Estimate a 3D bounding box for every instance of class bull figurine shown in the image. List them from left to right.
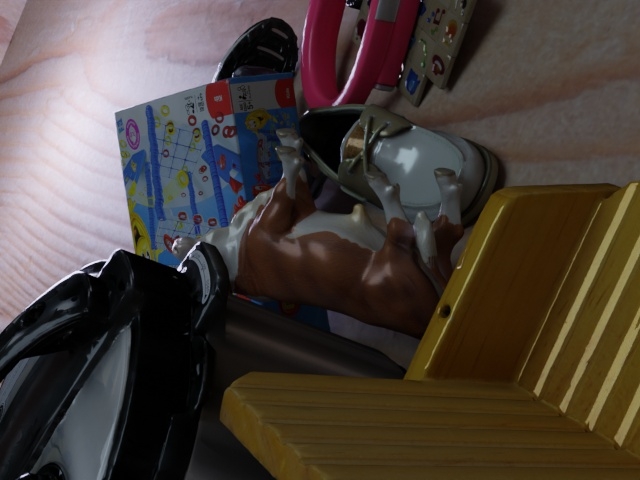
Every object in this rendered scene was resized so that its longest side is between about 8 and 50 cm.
[{"bbox_3d":[0.000,0.000,1.279,0.310,0.101,0.188,14,112,21],"label":"bull figurine"}]

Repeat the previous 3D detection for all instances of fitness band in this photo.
[{"bbox_3d":[0.048,-0.284,1.527,0.209,0.054,0.291,-130,52,-59],"label":"fitness band"}]

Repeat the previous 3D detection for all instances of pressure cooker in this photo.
[{"bbox_3d":[-0.139,0.213,1.171,0.375,0.420,0.370,-21,53,54],"label":"pressure cooker"}]

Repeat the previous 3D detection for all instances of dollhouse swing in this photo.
[{"bbox_3d":[0.150,0.064,0.912,0.315,0.305,0.347,-65,28,3],"label":"dollhouse swing"}]

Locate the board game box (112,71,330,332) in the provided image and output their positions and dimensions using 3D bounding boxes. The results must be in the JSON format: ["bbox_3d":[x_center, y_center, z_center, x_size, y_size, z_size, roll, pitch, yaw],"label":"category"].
[{"bbox_3d":[-0.126,-0.027,1.522,0.308,0.086,0.302,-5,94,57],"label":"board game box"}]

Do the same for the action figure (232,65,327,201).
[{"bbox_3d":[-0.058,-0.095,1.596,0.185,0.099,0.285,-44,50,25],"label":"action figure"}]

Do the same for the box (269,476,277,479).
[{"bbox_3d":[0.087,0.281,0.953,0.060,0.216,0.270,-57,30,21],"label":"box"}]

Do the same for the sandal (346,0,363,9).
[{"bbox_3d":[0.104,-0.384,1.571,0.254,0.054,0.097,132,140,-50],"label":"sandal"}]

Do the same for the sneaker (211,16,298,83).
[{"bbox_3d":[-0.125,-0.193,1.778,0.271,0.100,0.108,-59,25,15],"label":"sneaker"}]

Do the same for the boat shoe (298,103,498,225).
[{"bbox_3d":[0.067,-0.082,1.362,0.302,0.103,0.113,17,82,60],"label":"boat shoe"}]

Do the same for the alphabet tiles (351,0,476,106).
[{"bbox_3d":[0.110,-0.276,1.464,0.237,0.009,0.198,56,134,51],"label":"alphabet tiles"}]
